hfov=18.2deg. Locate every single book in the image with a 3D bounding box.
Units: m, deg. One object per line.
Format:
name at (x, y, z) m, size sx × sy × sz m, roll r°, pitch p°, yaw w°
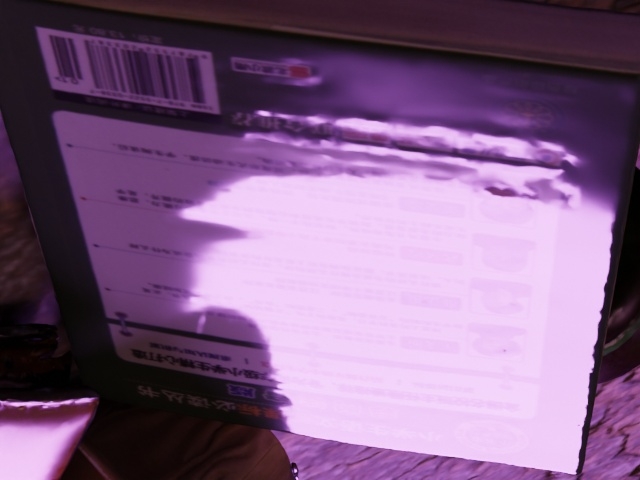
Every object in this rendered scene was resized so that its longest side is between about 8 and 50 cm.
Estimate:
book at (0.000, 0.000, 0.673) m, size 0.202 × 0.027 × 0.264 m, roll 7°, pitch 149°, yaw 7°

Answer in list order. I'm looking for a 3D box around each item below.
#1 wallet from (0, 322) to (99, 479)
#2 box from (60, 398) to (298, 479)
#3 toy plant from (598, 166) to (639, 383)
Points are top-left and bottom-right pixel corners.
wallet at (-0.188, 0.099, 0.779) m, size 0.161 × 0.042 × 0.195 m, roll -3°, pitch 146°, yaw -26°
box at (-0.064, 0.124, 0.849) m, size 0.111 × 0.111 × 0.177 m, roll -22°, pitch 150°, yaw -6°
toy plant at (0.082, -0.004, 0.768) m, size 0.093 × 0.093 × 0.162 m, roll -34°, pitch 146°, yaw 13°
